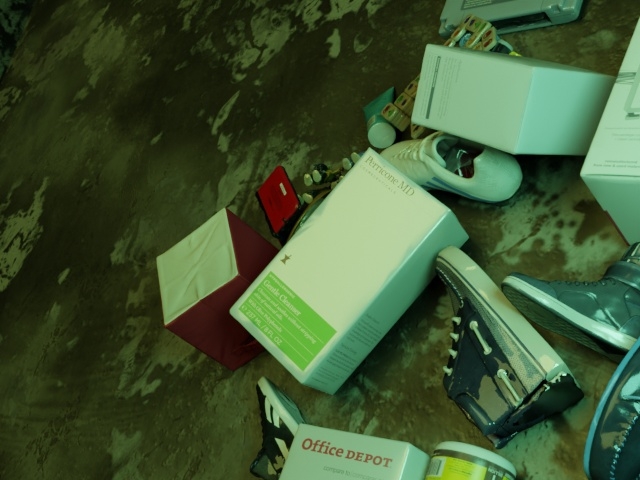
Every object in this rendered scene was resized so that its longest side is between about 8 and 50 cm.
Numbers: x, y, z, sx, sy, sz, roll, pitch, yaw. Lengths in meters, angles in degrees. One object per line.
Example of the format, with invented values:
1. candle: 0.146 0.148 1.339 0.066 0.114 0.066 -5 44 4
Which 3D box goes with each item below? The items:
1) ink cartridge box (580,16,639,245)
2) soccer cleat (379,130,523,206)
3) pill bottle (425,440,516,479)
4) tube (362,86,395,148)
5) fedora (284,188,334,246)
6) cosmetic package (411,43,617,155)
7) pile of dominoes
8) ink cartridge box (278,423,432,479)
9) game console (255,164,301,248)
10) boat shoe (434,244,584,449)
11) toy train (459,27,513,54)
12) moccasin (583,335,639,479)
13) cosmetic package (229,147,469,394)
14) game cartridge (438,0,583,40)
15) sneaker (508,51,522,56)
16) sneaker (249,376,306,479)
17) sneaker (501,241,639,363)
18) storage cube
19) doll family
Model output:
1. ink cartridge box: 0.498 -0.153 1.322 0.117 0.207 0.283 8 65 43
2. soccer cleat: 0.201 -0.146 1.634 0.331 0.143 0.116 12 69 47
3. pill bottle: 0.182 0.390 1.259 0.117 0.117 0.215 1 61 42
4. tube: 0.116 -0.246 1.840 0.080 0.052 0.207 -28 25 16
5. fedora: 0.000 0.000 1.726 0.079 0.194 0.194 30 80 13
6. cosmetic package: 0.311 -0.226 1.502 0.225 0.224 0.138 27 112 45
7. pile of dominoes: 0.211 -0.308 1.690 0.251 0.040 0.196 -50 21 9
8. ink cartridge box: 0.031 0.440 1.349 0.223 0.129 0.307 0 60 43
9. game console: -0.068 -0.053 1.832 0.124 0.085 0.144 -50 39 21
10. boat shoe: 0.227 0.152 1.392 0.158 0.127 0.340 -38 41 2
11. toy train: 0.286 -0.309 1.737 0.105 0.080 0.184 30 82 42
12. moccasin: 0.454 0.171 1.171 0.117 0.138 0.342 25 79 44
13. cosmetic package: 0.051 0.055 1.570 0.197 0.155 0.365 39 91 27
14. game cartridge: 0.382 -0.492 1.808 0.297 0.062 0.198 0 56 42
15. sneaker: 0.373 -0.274 1.637 0.064 0.067 0.175 -45 42 3
16. sneaker: -0.085 0.332 1.575 0.121 0.079 0.217 -46 42 3
17. sneaker: 0.377 0.058 1.298 0.163 0.226 0.086 -63 -2 -15
18. storage cube: -0.171 0.093 1.750 0.184 0.193 0.215 -34 42 17
19. doll family: 0.035 -0.127 1.816 0.193 0.111 0.076 -17 89 25
